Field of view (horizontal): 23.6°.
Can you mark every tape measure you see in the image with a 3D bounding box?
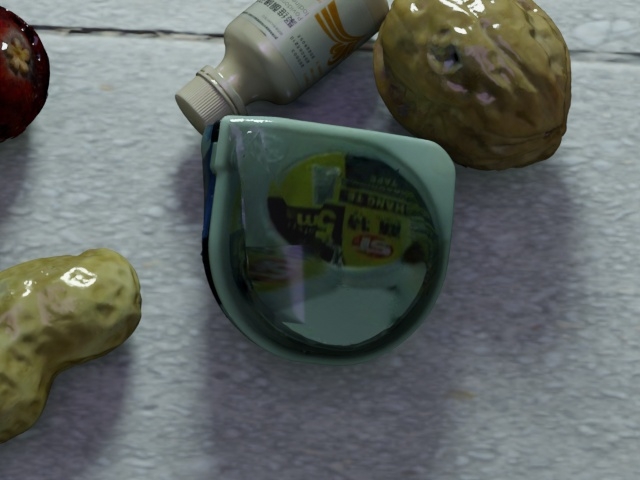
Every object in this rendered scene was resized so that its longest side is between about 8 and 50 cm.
[{"bbox_3d":[0.000,-0.002,1.591,0.259,0.138,0.262,7,83,-9],"label":"tape measure"}]

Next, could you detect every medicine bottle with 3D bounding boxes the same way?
[{"bbox_3d":[-0.047,-0.212,1.696,0.252,0.114,0.114,-40,78,-10],"label":"medicine bottle"}]

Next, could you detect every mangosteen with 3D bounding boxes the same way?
[{"bbox_3d":[-0.389,-0.178,1.663,0.180,0.166,0.166,-6,71,24],"label":"mangosteen"}]

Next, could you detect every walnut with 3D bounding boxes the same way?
[{"bbox_3d":[0.165,-0.185,1.653,0.198,0.198,0.245,-40,69,-12],"label":"walnut"}]

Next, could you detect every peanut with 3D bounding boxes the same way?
[{"bbox_3d":[-0.319,0.114,1.586,0.147,0.147,0.305,43,72,11],"label":"peanut"}]
